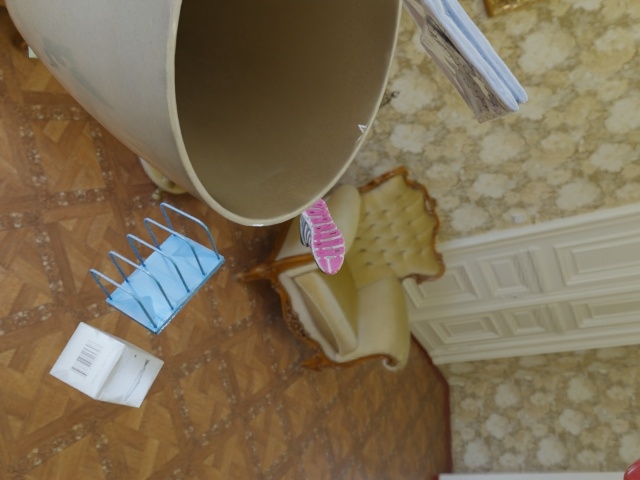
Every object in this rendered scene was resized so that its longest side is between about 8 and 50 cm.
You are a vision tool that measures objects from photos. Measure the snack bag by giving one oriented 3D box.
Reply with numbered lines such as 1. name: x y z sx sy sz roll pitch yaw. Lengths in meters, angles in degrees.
1. snack bag: 0.150 -0.308 0.778 0.342 0.037 0.323 53 13 -3

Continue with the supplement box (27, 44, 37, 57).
1. supplement box: -0.549 -0.408 1.141 0.056 0.083 0.083 -7 108 -45

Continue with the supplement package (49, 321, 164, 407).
1. supplement package: -0.391 0.237 1.055 0.105 0.105 0.179 -64 165 -16

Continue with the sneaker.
1. sneaker: 0.000 0.000 1.065 0.075 0.063 0.170 105 -29 -52

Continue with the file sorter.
1. file sorter: -0.264 0.039 0.918 0.170 0.118 0.104 -51 152 -29

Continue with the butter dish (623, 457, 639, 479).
1. butter dish: 0.407 0.256 0.613 0.160 0.160 0.118 111 -23 -49

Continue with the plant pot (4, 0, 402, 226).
1. plant pot: -0.117 -0.177 0.447 0.256 0.274 0.256 -42 144 -40
